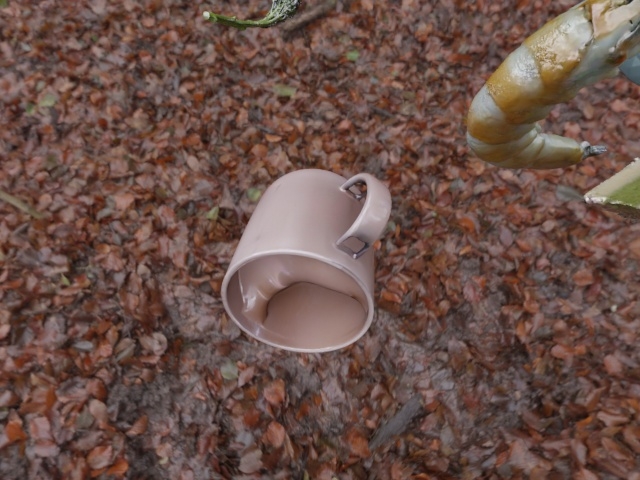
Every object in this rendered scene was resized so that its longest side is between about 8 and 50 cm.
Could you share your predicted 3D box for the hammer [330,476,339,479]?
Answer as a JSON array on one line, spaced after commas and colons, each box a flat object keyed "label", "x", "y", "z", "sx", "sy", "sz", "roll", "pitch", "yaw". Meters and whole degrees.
[{"label": "hammer", "x": 0.041, "y": 0.248, "z": 0.412, "sx": 0.028, "sy": 0.195, "sz": 0.060, "roll": -34, "pitch": 94, "yaw": -24}]

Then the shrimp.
[{"label": "shrimp", "x": 0.268, "y": -0.146, "z": 0.530, "sx": 0.185, "sy": 0.287, "sz": 0.068, "roll": -15, "pitch": 60, "yaw": 17}]

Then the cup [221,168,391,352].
[{"label": "cup", "x": 0.000, "y": 0.000, "z": 0.607, "sx": 0.191, "sy": 0.253, "sz": 0.200, "roll": 31, "pitch": 40, "yaw": -18}]

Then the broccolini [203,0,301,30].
[{"label": "broccolini", "x": -0.107, "y": -0.362, "z": 0.728, "sx": 0.054, "sy": 0.052, "sz": 0.194, "roll": 34, "pitch": 50, "yaw": 23}]

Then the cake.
[{"label": "cake", "x": 0.351, "y": -0.028, "z": 0.448, "sx": 0.220, "sy": 0.117, "sz": 0.086, "roll": -29, "pitch": 32, "yaw": -28}]

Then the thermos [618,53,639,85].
[{"label": "thermos", "x": 0.720, "y": -0.417, "z": 0.824, "sx": 0.182, "sy": 0.286, "sz": 0.145, "roll": 20, "pitch": 64, "yaw": -8}]
